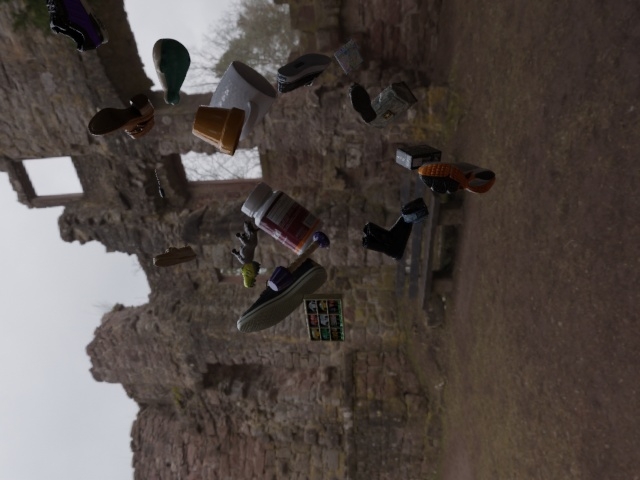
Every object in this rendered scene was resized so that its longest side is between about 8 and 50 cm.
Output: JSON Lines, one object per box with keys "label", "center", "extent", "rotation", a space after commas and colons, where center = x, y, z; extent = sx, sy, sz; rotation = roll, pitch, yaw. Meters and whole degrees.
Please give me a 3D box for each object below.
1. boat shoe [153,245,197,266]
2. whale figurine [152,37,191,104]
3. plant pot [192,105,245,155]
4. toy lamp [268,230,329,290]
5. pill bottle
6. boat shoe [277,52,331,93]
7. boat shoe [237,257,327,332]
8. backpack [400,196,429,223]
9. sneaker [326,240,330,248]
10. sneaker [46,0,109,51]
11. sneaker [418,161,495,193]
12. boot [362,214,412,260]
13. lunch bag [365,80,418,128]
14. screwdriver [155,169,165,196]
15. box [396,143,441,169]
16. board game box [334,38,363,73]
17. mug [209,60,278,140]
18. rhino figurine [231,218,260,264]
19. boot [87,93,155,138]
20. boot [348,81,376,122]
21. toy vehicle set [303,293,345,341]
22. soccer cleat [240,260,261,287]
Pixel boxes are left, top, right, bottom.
{"label": "boat shoe", "center": [-0.526, 0.052, 1.502], "extent": [0.170, 0.063, 0.059], "rotation": [-9, -117, -57]}
{"label": "whale figurine", "center": [-0.638, -0.739, 1.844], "extent": [0.216, 0.141, 0.272], "rotation": [-79, -12, -79]}
{"label": "plant pot", "center": [-0.445, -0.493, 1.828], "extent": [0.205, 0.187, 0.205], "rotation": [-164, 90, -80]}
{"label": "toy lamp", "center": [-0.076, 0.074, 1.488], "extent": [0.274, 0.080, 0.080], "rotation": [-42, -38, -32]}
{"label": "pill bottle", "center": [-0.197, -0.116, 2.182], "extent": [0.224, 0.392, 0.224], "rotation": [-54, 2, 3]}
{"label": "boat shoe", "center": [-0.069, -0.722, 1.830], "extent": [0.306, 0.113, 0.105], "rotation": [-44, -20, -35]}
{"label": "boat shoe", "center": [-0.197, 0.263, 2.036], "extent": [0.156, 0.500, 0.187], "rotation": [49, 177, 36]}
{"label": "backpack", "center": [0.429, -0.127, 1.914], "extent": [0.105, 0.114, 0.084], "rotation": [-94, -21, -59]}
{"label": "sneaker", "center": [0.000, 0.000, 2.362], "extent": [0.170, 0.071, 0.068], "rotation": [-143, 56, -67]}
{"label": "sneaker", "center": [-0.859, -0.774, 1.406], "extent": [0.146, 0.102, 0.293], "rotation": [-59, -44, -30]}
{"label": "sneaker", "center": [0.422, -0.212, 1.358], "extent": [0.121, 0.262, 0.099], "rotation": [-117, 37, -58]}
{"label": "boot", "center": [0.311, -0.048, 1.966], "extent": [0.094, 0.207, 0.247], "rotation": [-16, 52, 67]}
{"label": "lunch bag", "center": [0.374, -0.742, 2.322], "extent": [0.169, 0.235, 0.287], "rotation": [55, -144, -1]}
{"label": "screwdriver", "center": [-0.880, -0.311, 2.289], "extent": [0.024, 0.025, 0.170], "rotation": [-69, -24, -52]}
{"label": "box", "center": [0.504, -0.430, 2.164], "extent": [0.147, 0.180, 0.078], "rotation": [-131, 34, -55]}
{"label": "board game box", "center": [0.136, -0.863, 1.981], "extent": [0.026, 0.103, 0.154], "rotation": [59, -166, 19]}
{"label": "mug", "center": [-0.408, -0.664, 2.139], "extent": [0.276, 0.328, 0.374], "rotation": [19, -145, -40]}
{"label": "rhino figurine", "center": [-0.326, 0.004, 1.883], "extent": [0.073, 0.106, 0.243], "rotation": [-24, -38, -49]}
{"label": "boot", "center": [-0.850, -0.506, 1.828], "extent": [0.283, 0.109, 0.220], "rotation": [-45, 1, -18]}
{"label": "boot", "center": [0.168, -0.667, 1.925], "extent": [0.236, 0.085, 0.179], "rotation": [39, -155, -57]}
{"label": "toy vehicle set", "center": [0.022, 0.349, 1.883], "extent": [0.035, 0.165, 0.267], "rotation": [-82, -12, -56]}
{"label": "soccer cleat", "center": [-0.461, 0.214, 2.681], "extent": [0.289, 0.121, 0.094], "rotation": [-84, 11, -67]}
